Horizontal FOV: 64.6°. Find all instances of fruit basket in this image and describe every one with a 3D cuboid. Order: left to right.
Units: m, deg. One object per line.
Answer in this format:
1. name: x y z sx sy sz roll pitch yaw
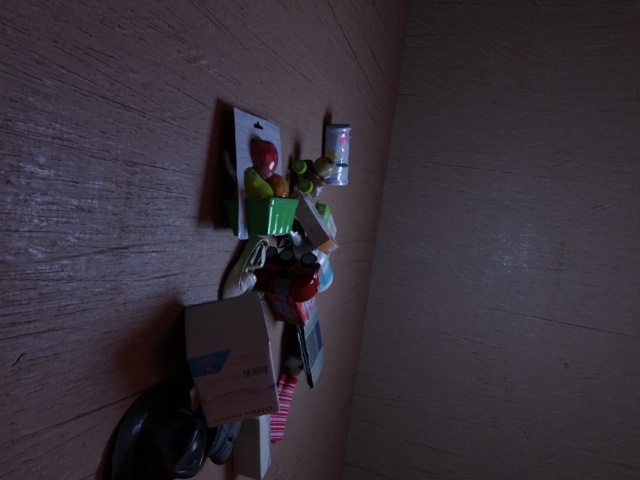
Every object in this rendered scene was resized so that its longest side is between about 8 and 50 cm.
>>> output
1. fruit basket: -0.184 -0.184 1.488 0.327 0.166 0.352 -12 95 -72

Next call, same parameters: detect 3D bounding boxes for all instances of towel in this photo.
1. towel: -0.166 0.703 2.129 0.199 0.031 0.274 58 44 -64
2. towel: -0.048 0.436 2.190 0.324 0.056 0.311 -41 122 -78

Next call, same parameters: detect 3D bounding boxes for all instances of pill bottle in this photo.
1. pill bottle: -0.039 0.093 2.033 0.264 0.147 0.146 72 31 -55

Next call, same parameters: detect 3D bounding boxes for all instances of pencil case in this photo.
1. pencil case: 0.073 -0.376 2.217 0.124 0.114 0.272 -30 128 -58

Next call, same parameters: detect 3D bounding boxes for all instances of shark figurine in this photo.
1. shark figurine: -0.116 -0.009 1.830 0.166 0.116 0.278 65 8 5

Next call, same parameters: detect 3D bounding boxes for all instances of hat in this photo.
1. hat: -0.359 0.511 1.229 0.331 0.134 0.330 10 90 -73

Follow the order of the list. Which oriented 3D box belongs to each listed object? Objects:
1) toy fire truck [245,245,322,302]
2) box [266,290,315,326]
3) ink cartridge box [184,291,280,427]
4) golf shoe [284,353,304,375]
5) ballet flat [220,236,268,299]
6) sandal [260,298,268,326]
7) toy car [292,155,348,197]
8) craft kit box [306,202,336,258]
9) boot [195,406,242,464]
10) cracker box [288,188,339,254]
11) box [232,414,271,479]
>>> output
1. toy fire truck: -0.130 0.141 1.640 0.158 0.217 0.246 81 25 -46
2. box: -0.112 0.204 1.891 0.256 0.123 0.128 74 30 -54
3. ink cartridge box: -0.229 0.313 1.328 0.197 0.198 0.269 -114 -163 -53
4. golf shoe: -0.097 0.548 2.179 0.176 0.086 0.069 71 30 -59
5. ballet flat: -0.222 0.087 1.545 0.086 0.086 0.248 76 29 -52
6. sandal: -0.214 0.310 1.720 0.090 0.060 0.219 53 48 -67
7. toy car: 0.012 -0.254 1.900 0.155 0.189 0.148 13 58 -78
8. craft kit box: 0.000 0.000 2.277 0.249 0.061 0.246 66 34 -61
9. boot: -0.283 0.498 1.542 0.337 0.118 0.222 -62 160 -20
10. cracker box: -0.029 -0.067 1.893 0.232 0.067 0.156 58 8 16
11. box: -0.237 0.683 1.749 0.094 0.113 0.274 -50 146 -62
